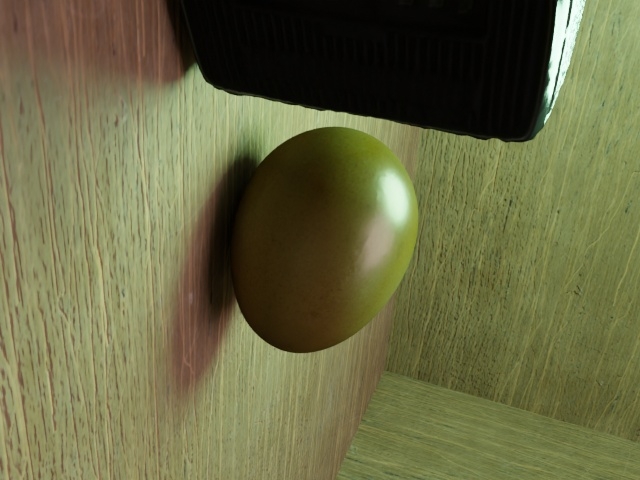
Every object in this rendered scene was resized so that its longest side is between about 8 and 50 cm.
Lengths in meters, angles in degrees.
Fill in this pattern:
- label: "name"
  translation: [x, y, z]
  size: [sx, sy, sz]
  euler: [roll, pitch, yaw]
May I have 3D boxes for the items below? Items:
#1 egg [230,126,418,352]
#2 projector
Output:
- label: "egg"
  translation: [0.000, 0.000, 1.161]
  size: [0.322, 0.250, 0.250]
  euler: [-66, 166, 1]
- label: "projector"
  translation: [0.094, -0.328, 0.902]
  size: [0.242, 0.395, 0.405]
  euler: [84, 23, -53]
